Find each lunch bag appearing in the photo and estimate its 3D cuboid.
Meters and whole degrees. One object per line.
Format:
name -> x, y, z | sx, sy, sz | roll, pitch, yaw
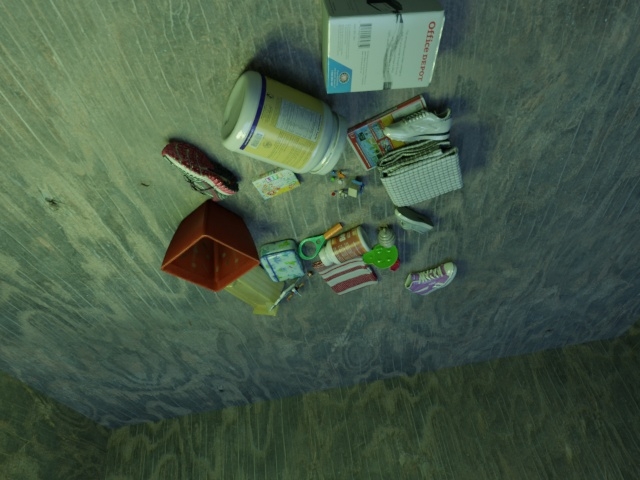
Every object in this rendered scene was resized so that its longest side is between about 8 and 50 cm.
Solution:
lunch bag -> -0.175, 0.098, 2.041 | 0.176, 0.090, 0.218 | -11, 141, 6

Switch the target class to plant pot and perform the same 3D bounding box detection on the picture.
plant pot -> -0.424, 0.006, 1.752 | 0.267, 0.235, 0.267 | -33, 137, 27

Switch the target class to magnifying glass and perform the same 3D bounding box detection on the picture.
magnifying glass -> 0.000, 0.000, 1.969 | 0.231, 0.092, 0.026 | -36, 165, 14

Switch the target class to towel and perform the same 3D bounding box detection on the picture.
towel -> 0.370, -0.258, 1.667 | 0.284, 0.121, 0.235 | -20, 149, 15
towel -> 0.133, 0.166, 2.233 | 0.237, 0.037, 0.329 | -21, 141, 15

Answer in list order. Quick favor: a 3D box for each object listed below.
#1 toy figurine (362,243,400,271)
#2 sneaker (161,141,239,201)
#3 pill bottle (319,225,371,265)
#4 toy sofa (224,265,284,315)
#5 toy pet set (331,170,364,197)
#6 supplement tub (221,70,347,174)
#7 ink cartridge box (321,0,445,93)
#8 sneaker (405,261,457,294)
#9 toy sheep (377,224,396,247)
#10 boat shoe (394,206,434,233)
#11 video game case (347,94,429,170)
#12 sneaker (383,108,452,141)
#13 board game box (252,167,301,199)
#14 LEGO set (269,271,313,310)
toy figurine -> 0.307, 0.098, 2.137 | 0.173, 0.130, 0.159 | -10, 154, 24
sneaker -> -0.423, -0.223, 1.559 | 0.112, 0.120, 0.299 | -28, 139, 25
pill bottle -> 0.105, 0.031, 1.988 | 0.216, 0.121, 0.121 | -25, 139, 18
toy sofa -> -0.336, 0.209, 2.123 | 0.150, 0.177, 0.362 | -4, 149, 34
toy pet set -> 0.106, -0.222, 1.741 | 0.114, 0.065, 0.122 | 21, 142, 18
supplement tub -> -0.110, -0.344, 1.376 | 0.332, 0.240, 0.241 | 15, 136, -28
ink cartridge box -> 0.163, -0.551, 1.265 | 0.308, 0.128, 0.223 | -5, 141, -5
sneaker -> 0.552, 0.189, 2.302 | 0.161, 0.102, 0.282 | 21, 133, -29
toy sheep -> 0.292, -0.017, 1.995 | 0.091, 0.091, 0.132 | -20, 140, 13
boat shoe -> 0.393, -0.076, 1.948 | 0.228, 0.079, 0.081 | 18, 130, -35
video game case -> 0.254, -0.372, 1.593 | 0.285, 0.025, 0.204 | -23, 140, 16
sneaker -> 0.325, -0.391, 1.511 | 0.235, 0.090, 0.094 | -8, 129, -9
board game box -> -0.164, -0.220, 1.693 | 0.154, 0.026, 0.103 | -20, 140, 12
LEGO set -> -0.121, 0.242, 2.143 | 0.244, 0.060, 0.182 | -38, 169, -46
